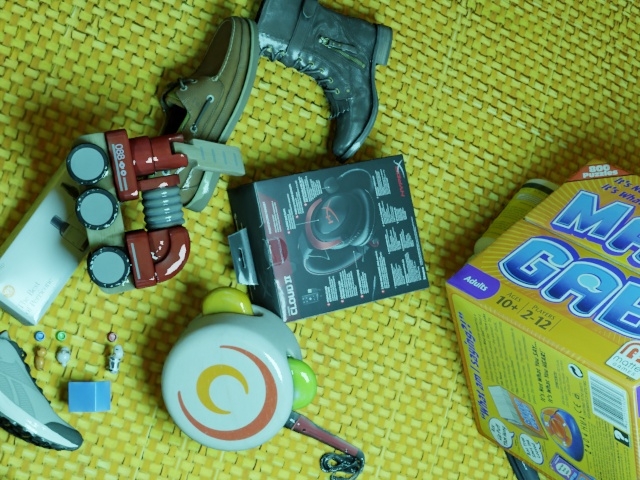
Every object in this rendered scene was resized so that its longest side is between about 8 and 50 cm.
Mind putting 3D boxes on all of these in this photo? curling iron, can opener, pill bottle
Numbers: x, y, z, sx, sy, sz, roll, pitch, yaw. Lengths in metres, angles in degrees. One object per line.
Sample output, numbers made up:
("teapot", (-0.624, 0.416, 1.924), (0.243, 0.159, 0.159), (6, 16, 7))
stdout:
("curling iron", (-0.039, 0.292, 2.005), (0.274, 0.035, 0.068), (37, 71, -20))
("can opener", (0.346, 0.403, 2.179), (0.073, 0.059, 0.186), (-22, 96, -26))
("pill bottle", (0.329, 0.007, 2.166), (0.119, 0.119, 0.208), (48, 67, -16))

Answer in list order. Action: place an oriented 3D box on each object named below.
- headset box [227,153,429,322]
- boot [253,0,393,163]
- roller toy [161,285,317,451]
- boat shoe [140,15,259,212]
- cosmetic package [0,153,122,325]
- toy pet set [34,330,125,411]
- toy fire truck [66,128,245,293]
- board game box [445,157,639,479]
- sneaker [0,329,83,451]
("headset box", (0.000, 0.000, 2.004), (0.293, 0.110, 0.218), (-13, 92, -27))
("boot", (-0.019, -0.269, 2.039), (0.229, 0.091, 0.262), (18, 74, -19))
("roller toy", (-0.125, 0.190, 1.879), (0.209, 0.146, 0.191), (42, 106, -5))
("boat shoe", (-0.177, -0.200, 1.929), (0.104, 0.111, 0.307), (21, 77, -25))
("cosmetic package", (-0.377, -0.004, 1.842), (0.099, 0.060, 0.239), (38, 71, -18))
("toy pet set", (-0.336, 0.184, 1.846), (0.122, 0.065, 0.114), (1, 86, -26))
("toy fire truck", (-0.214, -0.055, 1.811), (0.246, 0.158, 0.217), (-11, 94, -9))
("board game box", (0.463, 0.159, 2.018), (0.356, 0.356, 0.356), (-38, 135, -24))
("sneaker", (-0.423, 0.193, 1.785), (0.271, 0.100, 0.108), (44, 64, -17))
